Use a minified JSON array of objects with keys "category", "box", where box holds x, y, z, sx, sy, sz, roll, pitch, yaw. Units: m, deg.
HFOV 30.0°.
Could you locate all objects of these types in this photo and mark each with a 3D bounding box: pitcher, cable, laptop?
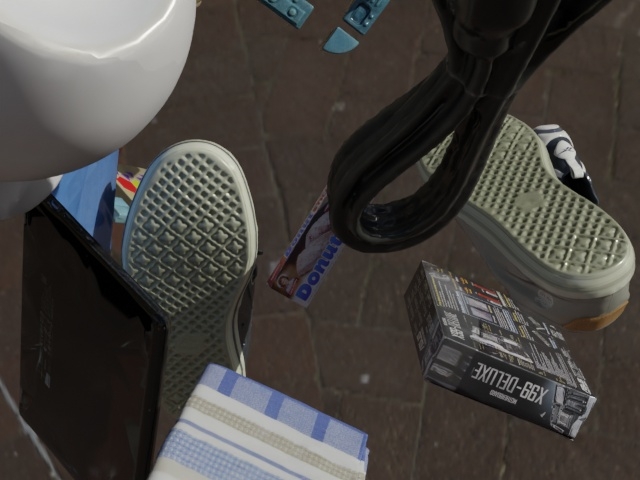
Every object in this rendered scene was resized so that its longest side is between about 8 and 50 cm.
[{"category":"pitcher","box":[-0.153,-0.091,0.481,0.178,0.207,0.125,27,68,-21]},{"category":"cable","box":[0.073,-0.101,0.505,0.139,0.287,0.072,-7,59,-12]},{"category":"laptop","box":[-0.234,0.075,1.454,0.236,0.382,0.408,-24,51,-36]}]

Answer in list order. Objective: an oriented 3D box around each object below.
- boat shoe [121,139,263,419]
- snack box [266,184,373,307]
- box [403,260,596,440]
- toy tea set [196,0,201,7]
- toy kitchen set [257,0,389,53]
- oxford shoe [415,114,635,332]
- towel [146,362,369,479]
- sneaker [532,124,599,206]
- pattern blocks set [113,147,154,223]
[{"category":"boat shoe","box":[-0.177,0.050,1.709,0.187,0.500,0.156,1,41,0]},{"category":"snack box","box":[0.000,0.000,1.618,0.178,0.064,0.022,-58,24,2]},{"category":"box","box":[0.261,0.156,1.804,0.242,0.076,0.307,22,18,-10]},{"category":"toy tea set","box":[-0.301,-0.310,1.694,0.124,0.336,0.200,47,26,23]},{"category":"toy kitchen set","box":[0.029,-0.392,1.759,0.166,0.122,0.207,35,93,-10]},{"category":"oxford shoe","box":[0.240,-0.033,1.493,0.169,0.130,0.449,-22,38,-9]},{"category":"towel","box":[-0.055,0.233,1.174,0.209,0.034,0.285,26,23,-3]},{"category":"sneaker","box":[0.388,-0.060,1.990,0.094,0.235,0.153,-5,42,-22]},{"category":"pattern blocks set","box":[-0.282,-0.071,1.972,0.026,0.325,0.285,-51,56,15]}]
